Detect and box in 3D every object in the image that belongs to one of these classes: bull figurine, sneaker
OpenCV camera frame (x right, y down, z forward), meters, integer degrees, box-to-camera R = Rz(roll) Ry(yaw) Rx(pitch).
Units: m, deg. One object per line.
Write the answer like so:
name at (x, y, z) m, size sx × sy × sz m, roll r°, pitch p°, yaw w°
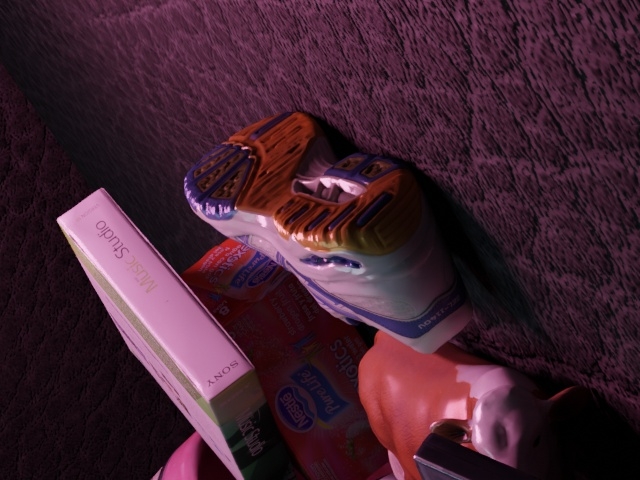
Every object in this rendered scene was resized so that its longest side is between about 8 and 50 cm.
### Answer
bull figurine at (0.115, 0.152, 1.219) m, size 0.310 × 0.101 × 0.188 m, roll -144°, pitch 34°, yaw -70°
sneaker at (0.000, 0.000, 1.226) m, size 0.131 × 0.112 × 0.296 m, roll 57°, pitch 170°, yaw -26°

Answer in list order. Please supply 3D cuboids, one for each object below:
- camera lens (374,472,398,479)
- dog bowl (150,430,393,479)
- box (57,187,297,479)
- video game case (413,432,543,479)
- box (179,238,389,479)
camera lens at (0.110, 0.352, 1.535) m, size 0.274 × 0.219 × 0.219 m, roll 33°, pitch 163°, yaw 23°
dog bowl at (-0.012, 0.336, 1.838) m, size 0.408 × 0.150 × 0.408 m, roll 20°, pitch -154°, yaw -11°
box at (-0.127, 0.109, 1.655) m, size 0.232 × 0.058 × 0.322 m, roll 48°, pitch 170°, yaw 22°
video game case at (0.192, 0.219, 1.019) m, size 0.274 × 0.026 × 0.196 m, roll 20°, pitch 150°, yaw 33°
box at (-0.025, 0.120, 1.740) m, size 0.128 × 0.122 × 0.257 m, roll 37°, pitch 162°, yaw 55°
